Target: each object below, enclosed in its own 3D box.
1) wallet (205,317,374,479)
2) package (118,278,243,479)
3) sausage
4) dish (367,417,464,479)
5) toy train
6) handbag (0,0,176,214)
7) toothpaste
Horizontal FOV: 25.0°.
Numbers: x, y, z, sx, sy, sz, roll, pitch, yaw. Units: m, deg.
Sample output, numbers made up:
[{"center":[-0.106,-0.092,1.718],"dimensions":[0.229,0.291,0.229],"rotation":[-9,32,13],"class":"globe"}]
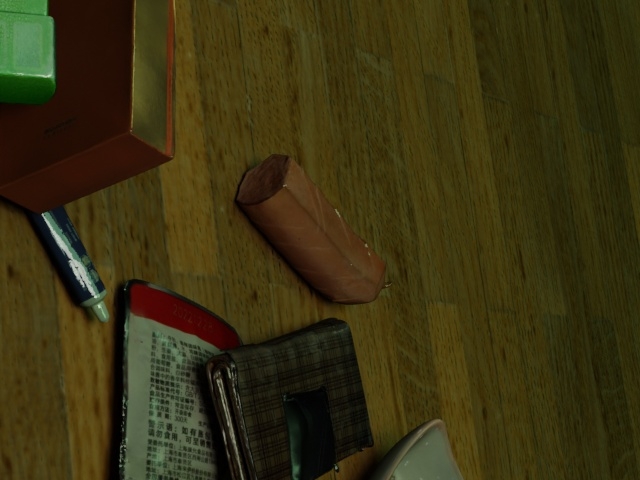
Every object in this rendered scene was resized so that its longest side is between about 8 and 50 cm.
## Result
[{"center":[-0.019,0.134,1.165],"dimensions":[0.230,0.042,0.124],"rotation":[-10,86,-69],"class":"wallet"},{"center":[-0.097,0.158,1.079],"dimensions":[0.154,0.030,0.239],"rotation":[34,51,-53],"class":"package"},{"center":[-0.001,0.000,1.255],"dimensions":[0.169,0.065,0.065],"rotation":[49,42,-32],"class":"sausage"},{"center":[0.064,0.269,1.228],"dimensions":[0.151,0.077,0.212],"rotation":[64,35,-19],"class":"dish"},{"center":[-0.232,-0.208,0.949],"dimensions":[0.119,0.085,0.251],"rotation":[3,76,-20],"class":"toy train"},{"center":[-0.162,-0.126,1.000],"dimensions":[0.063,0.127,0.190],"rotation":[32,47,-47],"class":"handbag"},{"center":[-0.185,-0.003,1.027],"dimensions":[0.037,0.021,0.140],"rotation":[-39,105,-54],"class":"toothpaste"}]
